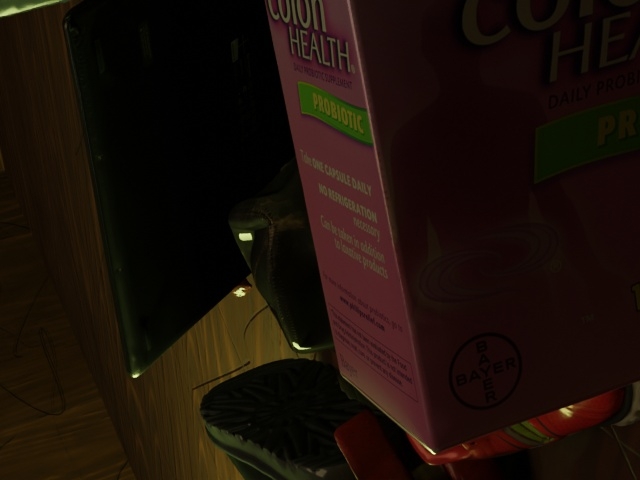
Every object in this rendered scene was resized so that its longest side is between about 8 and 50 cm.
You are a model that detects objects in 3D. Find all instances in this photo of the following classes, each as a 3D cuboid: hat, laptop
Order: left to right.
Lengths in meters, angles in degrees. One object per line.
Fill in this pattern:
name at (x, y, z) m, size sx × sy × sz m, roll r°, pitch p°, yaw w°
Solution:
laptop at (-0.165, -0.159, 1.433) m, size 0.236 × 0.408 × 0.382 m, roll 19°, pitch 133°, yaw 28°
hat at (0.000, 0.000, 1.215) m, size 0.331 × 0.134 × 0.331 m, roll 164°, pitch 90°, yaw -74°

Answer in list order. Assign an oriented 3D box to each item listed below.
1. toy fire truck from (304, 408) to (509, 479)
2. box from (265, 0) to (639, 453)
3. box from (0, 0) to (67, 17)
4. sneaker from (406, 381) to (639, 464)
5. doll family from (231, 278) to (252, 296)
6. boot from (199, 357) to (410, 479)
toy fire truck at (0.106, 0.283, 1.142) m, size 0.302 × 0.169 × 0.254 m, roll 56°, pitch 175°, yaw 48°
box at (0.103, -0.060, 0.674) m, size 0.117 × 0.214 × 0.243 m, roll -148°, pitch 44°, yaw -66°
box at (-0.379, -0.409, 1.570) m, size 0.212 × 0.396 × 0.293 m, roll -124°, pitch 24°, yaw -44°
sneaker at (0.120, 0.095, 0.939) m, size 0.279 × 0.118 × 0.107 m, roll 113°, pitch 137°, yaw -65°
doll family at (-0.130, 0.000, 1.653) m, size 0.076 × 0.193 × 0.111 m, roll -43°, pitch 62°, yaw 27°
boot at (0.029, 0.370, 1.507) m, size 0.367 × 0.146 × 0.445 m, roll -151°, pitch 42°, yaw -69°
